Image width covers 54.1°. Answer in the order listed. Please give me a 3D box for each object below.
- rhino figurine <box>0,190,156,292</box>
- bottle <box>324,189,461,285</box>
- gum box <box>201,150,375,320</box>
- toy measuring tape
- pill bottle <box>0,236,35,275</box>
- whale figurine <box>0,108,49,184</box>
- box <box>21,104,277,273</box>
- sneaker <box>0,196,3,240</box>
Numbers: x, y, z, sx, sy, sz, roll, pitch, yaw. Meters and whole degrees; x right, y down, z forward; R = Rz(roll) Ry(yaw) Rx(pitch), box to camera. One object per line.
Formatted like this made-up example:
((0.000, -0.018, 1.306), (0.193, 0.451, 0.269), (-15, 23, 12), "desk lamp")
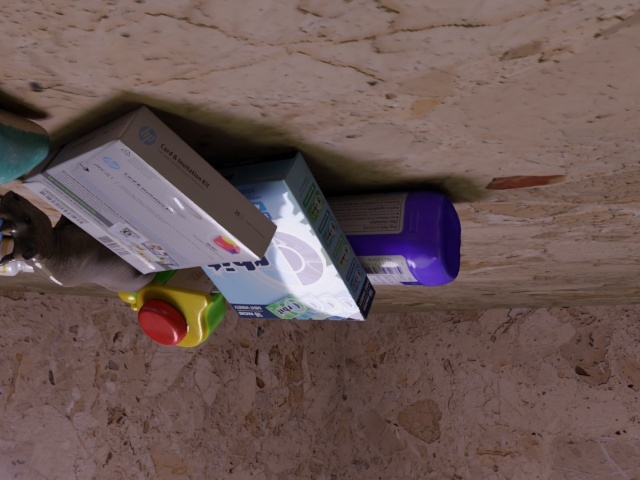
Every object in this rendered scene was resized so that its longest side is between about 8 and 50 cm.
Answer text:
((-0.274, 0.001, 0.716), (0.073, 0.106, 0.243), (-4, 169, 29), "rhino figurine")
((0.006, 0.002, 0.691), (0.283, 0.092, 0.118), (-2, 162, 25), "bottle")
((-0.053, 0.006, 0.604), (0.157, 0.041, 0.184), (-3, 135, 30), "gum box")
((-0.132, 0.092, 0.819), (0.330, 0.121, 0.121), (6, 173, 26), "toy measuring tape")
((-0.539, 0.026, 1.050), (0.116, 0.065, 0.065), (5, 170, -15), "pill bottle")
((-0.331, -0.022, 0.439), (0.272, 0.141, 0.216), (-13, 172, 5), "whale figurine")
((-0.149, -0.030, 0.528), (0.186, 0.038, 0.145), (-7, 139, 47), "box")
((-0.427, -0.027, 0.671), (0.069, 0.082, 0.209), (1, 169, 20), "sneaker")
